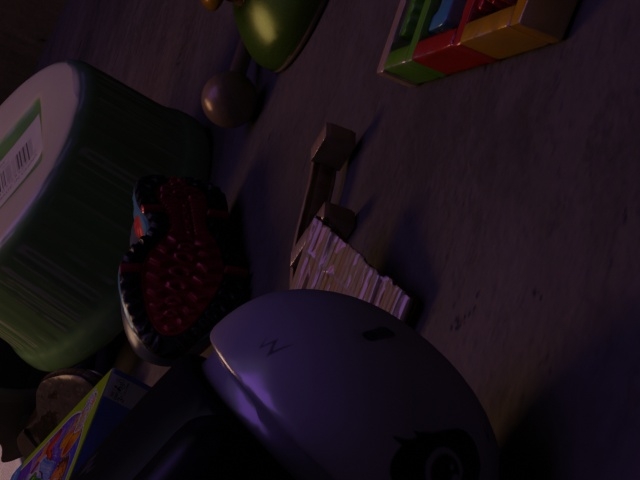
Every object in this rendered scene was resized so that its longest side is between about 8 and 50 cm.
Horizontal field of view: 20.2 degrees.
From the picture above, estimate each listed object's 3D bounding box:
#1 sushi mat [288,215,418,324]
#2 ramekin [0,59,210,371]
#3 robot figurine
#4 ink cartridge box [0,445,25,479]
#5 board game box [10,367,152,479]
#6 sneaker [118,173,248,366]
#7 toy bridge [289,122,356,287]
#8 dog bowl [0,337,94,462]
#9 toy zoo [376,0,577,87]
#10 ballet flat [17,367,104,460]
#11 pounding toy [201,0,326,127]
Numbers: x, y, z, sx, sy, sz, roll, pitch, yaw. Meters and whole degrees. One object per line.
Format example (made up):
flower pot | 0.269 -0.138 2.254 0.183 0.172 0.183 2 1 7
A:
sushi mat | -0.031 0.151 1.133 0.151 0.019 0.317 38 109 60
ramekin | -0.264 -0.035 1.811 0.303 0.148 0.303 -37 33 30
robot figurine | -0.039 0.154 0.842 0.278 0.173 0.209 -48 12 2
ink cartridge box | -0.363 0.321 2.094 0.189 0.066 0.232 -62 38 27
board game box | -0.233 0.302 1.459 0.233 0.078 0.347 -45 21 47
sneaker | -0.118 0.048 1.520 0.262 0.104 0.125 -91 8 -63
toy bridge | 0.000 0.000 1.253 0.188 0.026 0.063 -87 22 -45
dog bowl | -0.398 0.072 1.978 0.102 0.348 0.349 -44 27 32
toy zoo | 0.120 -0.200 1.083 0.293 0.030 0.192 177 112 -74
ballet flat | -0.250 0.177 1.828 0.058 0.084 0.250 -37 -6 -31
pounding toy | -0.067 -0.237 1.628 0.183 0.110 0.237 -86 22 -46
